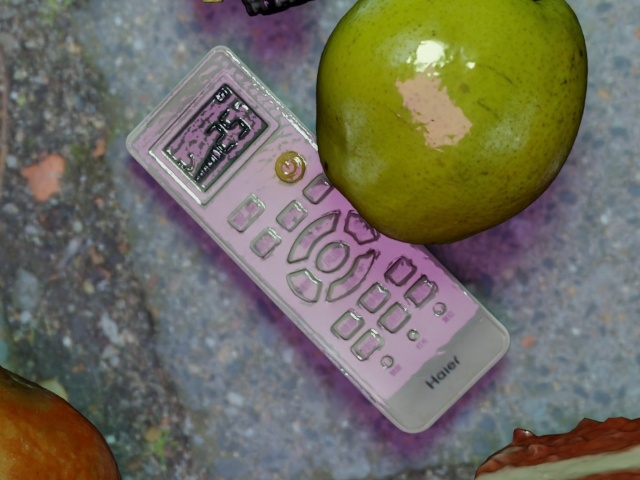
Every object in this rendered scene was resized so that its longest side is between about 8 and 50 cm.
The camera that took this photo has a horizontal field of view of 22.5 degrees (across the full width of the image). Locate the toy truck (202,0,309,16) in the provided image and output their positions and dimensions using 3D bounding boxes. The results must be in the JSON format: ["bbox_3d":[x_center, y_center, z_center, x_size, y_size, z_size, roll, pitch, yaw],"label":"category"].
[{"bbox_3d":[0.034,-0.249,1.119,0.286,0.111,0.136,-14,100,11],"label":"toy truck"}]

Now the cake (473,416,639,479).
[{"bbox_3d":[0.245,0.277,1.070,0.269,0.319,0.270,-12,98,10],"label":"cake"}]

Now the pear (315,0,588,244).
[{"bbox_3d":[0.087,-0.097,1.098,0.198,0.198,0.198,2,100,10],"label":"pear"}]

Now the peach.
[{"bbox_3d":[-0.265,0.192,1.200,0.232,0.232,0.256,-11,89,12],"label":"peach"}]

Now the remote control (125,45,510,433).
[{"bbox_3d":[0.000,0.000,1.203,0.109,0.055,0.313,-45,86,8],"label":"remote control"}]
